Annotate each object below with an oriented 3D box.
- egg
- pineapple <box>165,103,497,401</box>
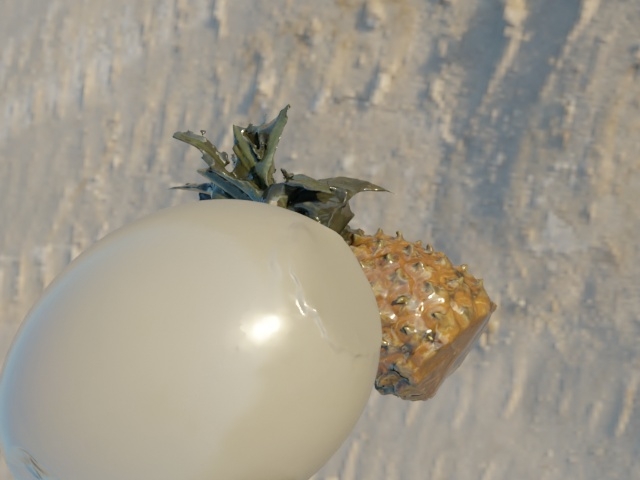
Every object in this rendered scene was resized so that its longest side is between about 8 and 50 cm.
[{"bbox_3d":[-0.080,0.074,0.740,0.231,0.176,0.176,-25,60,17],"label":"egg"},{"bbox_3d":[0.000,-0.001,1.306,0.364,0.165,0.165,42,126,15],"label":"pineapple"}]
